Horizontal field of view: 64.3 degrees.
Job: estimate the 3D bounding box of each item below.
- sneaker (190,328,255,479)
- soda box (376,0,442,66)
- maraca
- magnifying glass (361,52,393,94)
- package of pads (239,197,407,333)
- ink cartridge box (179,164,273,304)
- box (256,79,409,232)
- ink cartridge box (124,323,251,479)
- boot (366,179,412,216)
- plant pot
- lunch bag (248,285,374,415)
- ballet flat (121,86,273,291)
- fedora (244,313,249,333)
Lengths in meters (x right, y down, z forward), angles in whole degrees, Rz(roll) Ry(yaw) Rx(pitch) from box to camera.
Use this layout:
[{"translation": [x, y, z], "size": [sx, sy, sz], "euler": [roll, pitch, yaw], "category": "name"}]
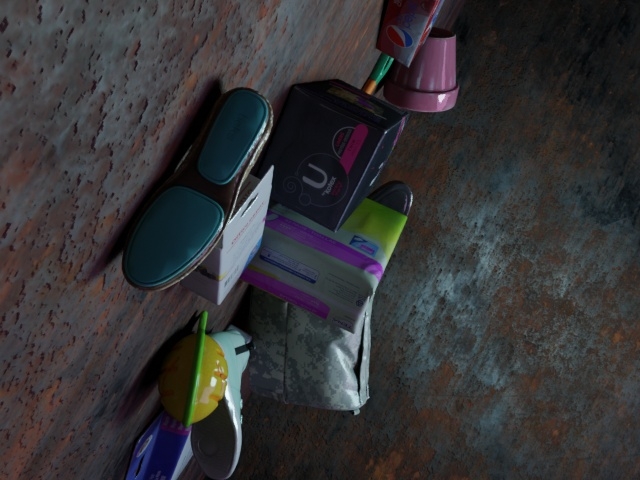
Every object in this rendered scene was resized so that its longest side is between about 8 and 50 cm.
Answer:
[{"translation": [-0.167, 0.290, 0.936], "size": [0.151, 0.094, 0.255], "euler": [-9, 96, -74], "category": "sneaker"}, {"translation": [0.176, -0.436, 0.946], "size": [0.092, 0.083, 0.263], "euler": [-58, 177, -9], "category": "soda box"}, {"translation": [-0.189, 0.190, 0.770], "size": [0.185, 0.099, 0.127], "euler": [-99, -154, -56], "category": "maraca"}, {"translation": [0.129, -0.385, 1.184], "size": [0.230, 0.026, 0.092], "euler": [-62, 175, -18], "category": "magnifying glass"}, {"translation": [0.000, 0.000, 0.830], "size": [0.101, 0.229, 0.296], "euler": [-69, 171, 28], "category": "package of pads"}, {"translation": [-0.112, -0.013, 0.589], "size": [0.104, 0.062, 0.181], "euler": [-58, 174, -33], "category": "ink cartridge box"}, {"translation": [0.030, -0.147, 0.807], "size": [0.165, 0.143, 0.270], "euler": [-64, 173, 24], "category": "box"}, {"translation": [-0.280, 0.388, 1.067], "size": [0.324, 0.072, 0.330], "euler": [-65, 175, 35], "category": "ink cartridge box"}, {"translation": [0.089, -0.094, 1.101], "size": [0.280, 0.096, 0.264], "euler": [-92, -156, -47], "category": "boot"}, {"translation": [0.278, -0.465, 1.362], "size": [0.201, 0.201, 0.180], "euler": [-55, 155, -50], "category": "plant pot"}, {"translation": [-0.008, 0.224, 1.163], "size": [0.213, 0.256, 0.304], "euler": [-6, 101, -62], "category": "lunch bag"}, {"translation": [-0.108, -0.044, 0.471], "size": [0.206, 0.073, 0.067], "euler": [-57, -172, -8], "category": "ballet flat"}, {"translation": [-0.145, 0.206, 1.323], "size": [0.194, 0.079, 0.194], "euler": [20, 90, -84], "category": "fedora"}]
